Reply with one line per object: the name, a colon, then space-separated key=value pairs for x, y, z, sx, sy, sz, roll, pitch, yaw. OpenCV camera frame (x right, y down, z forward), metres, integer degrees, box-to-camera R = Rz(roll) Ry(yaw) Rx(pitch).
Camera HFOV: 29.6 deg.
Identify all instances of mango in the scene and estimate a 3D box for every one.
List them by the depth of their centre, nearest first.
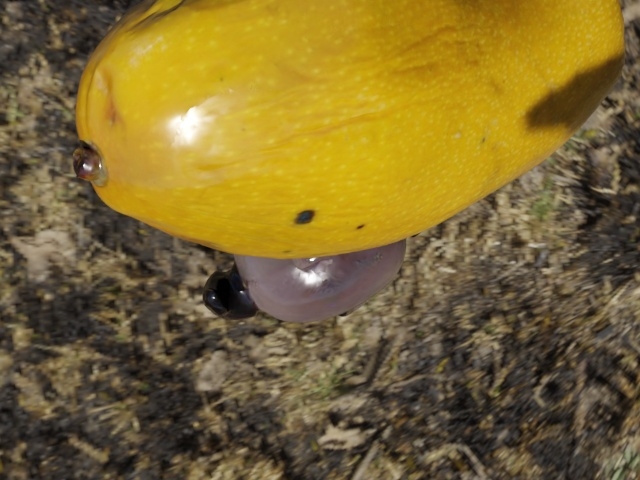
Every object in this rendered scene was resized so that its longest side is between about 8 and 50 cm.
mango: x=0.029 y=-0.080 z=0.676 sx=0.144 sy=0.359 sz=0.187 roll=50 pitch=133 yaw=34

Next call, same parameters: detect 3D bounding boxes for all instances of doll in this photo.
doll: x=0.001 y=0.002 z=0.931 sx=0.182 sy=0.257 sz=0.117 roll=-28 pitch=83 yaw=4
